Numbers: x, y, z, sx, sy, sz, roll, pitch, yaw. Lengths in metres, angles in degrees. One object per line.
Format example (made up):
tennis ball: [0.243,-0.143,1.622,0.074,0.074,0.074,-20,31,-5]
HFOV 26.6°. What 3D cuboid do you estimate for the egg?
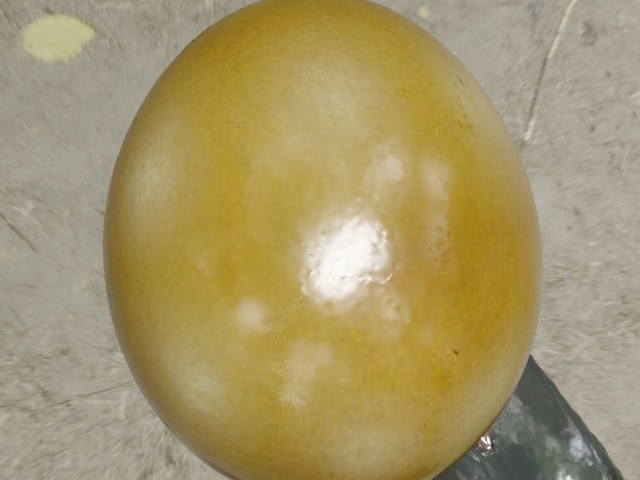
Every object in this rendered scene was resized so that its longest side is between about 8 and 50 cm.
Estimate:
egg: [0.000,0.000,0.882,0.282,0.282,0.351,-4,62,-5]

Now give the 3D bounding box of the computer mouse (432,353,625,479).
computer mouse: [0.204,0.246,1.326,0.170,0.100,0.269,-37,72,1]
